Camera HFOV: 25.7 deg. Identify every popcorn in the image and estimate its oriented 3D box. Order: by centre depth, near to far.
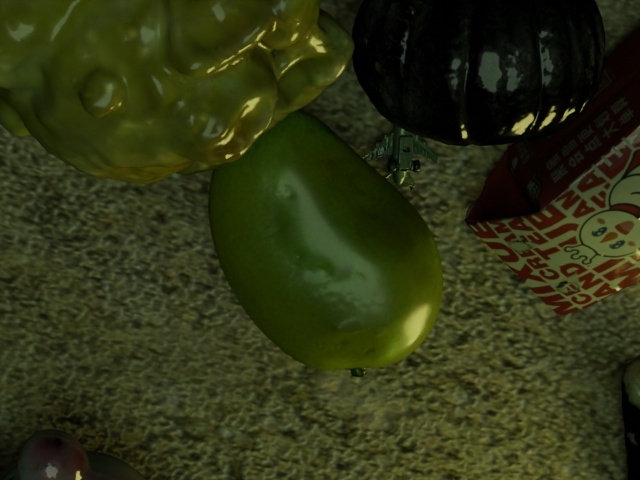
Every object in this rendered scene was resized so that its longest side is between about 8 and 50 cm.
[{"bbox_3d":[-0.132,-0.187,1.155,0.312,0.312,0.312,-2,113,-4],"label":"popcorn"}]

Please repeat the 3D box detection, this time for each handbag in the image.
[{"bbox_3d":[0.293,-0.056,1.323,0.171,0.151,0.298,37,110,-23],"label":"handbag"}]

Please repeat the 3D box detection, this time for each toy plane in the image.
[{"bbox_3d":[0.079,-0.087,1.354,0.080,0.033,0.083,-2,113,-16],"label":"toy plane"}]

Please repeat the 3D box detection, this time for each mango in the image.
[{"bbox_3d":[-0.004,0.007,1.328,0.185,0.149,0.273,-41,103,19],"label":"mango"}]

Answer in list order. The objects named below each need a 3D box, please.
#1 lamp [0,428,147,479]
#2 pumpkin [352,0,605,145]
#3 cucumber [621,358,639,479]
[{"bbox_3d":[-0.293,0.345,1.406,0.301,0.247,0.247,-33,109,18],"label":"lamp"},{"bbox_3d":[0.137,-0.167,1.226,0.221,0.220,0.161,-4,111,-2],"label":"pumpkin"},{"bbox_3d":[0.364,0.242,1.498,0.074,0.074,0.241,-9,115,0],"label":"cucumber"}]
